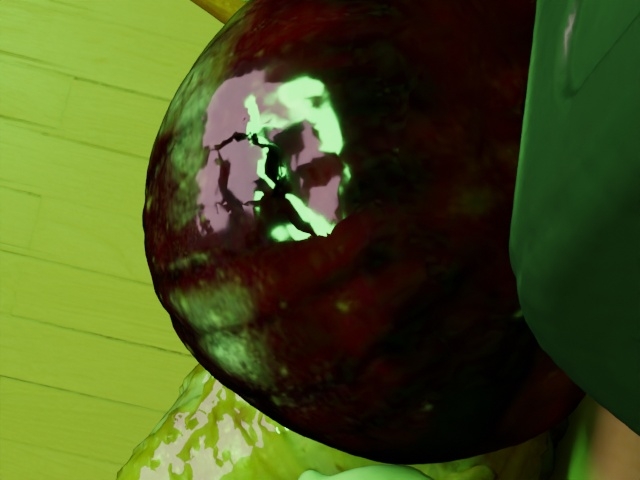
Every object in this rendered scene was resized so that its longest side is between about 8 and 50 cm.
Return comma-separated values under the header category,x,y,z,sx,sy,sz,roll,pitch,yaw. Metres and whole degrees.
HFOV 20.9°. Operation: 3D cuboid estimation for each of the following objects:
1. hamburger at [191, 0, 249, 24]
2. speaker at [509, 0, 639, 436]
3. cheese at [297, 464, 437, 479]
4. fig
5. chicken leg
category,x,y,z,sx,sy,sz,roll,pitch,yaw
hamburger,0.019,-0.300,1.210,0.250,0.330,0.330,110,173,-77
speaker,0.120,-0.076,0.464,0.388,0.184,0.180,115,166,-66
cheese,0.020,0.247,0.741,0.248,0.174,0.251,119,158,-63
fig,-0.005,-0.001,0.704,0.186,0.249,0.203,-5,-103,-56
chicken leg,-0.032,0.179,0.951,0.409,0.182,0.295,-38,-22,5
